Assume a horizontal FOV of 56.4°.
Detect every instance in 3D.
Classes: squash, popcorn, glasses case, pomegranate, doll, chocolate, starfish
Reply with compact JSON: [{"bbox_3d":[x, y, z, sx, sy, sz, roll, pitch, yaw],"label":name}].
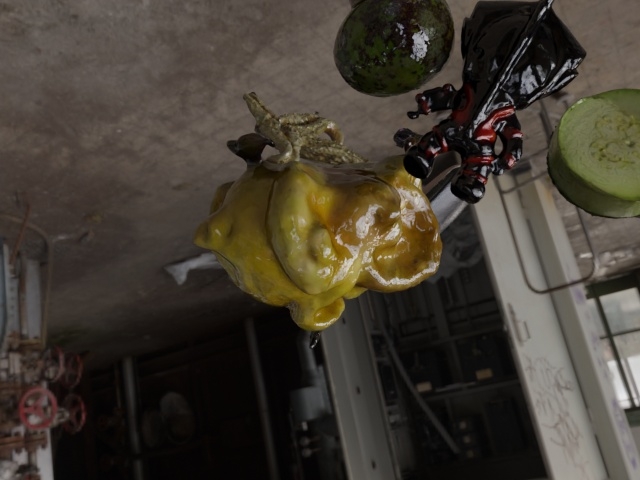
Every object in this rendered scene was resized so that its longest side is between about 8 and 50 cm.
[{"bbox_3d":[0.471,-0.149,0.931,0.220,0.220,0.133,-16,161,13],"label":"squash"},{"bbox_3d":[0.000,0.000,0.779,0.316,0.281,0.297,3,-174,3],"label":"popcorn"},{"bbox_3d":[0.273,-0.063,1.529,0.314,0.075,0.122,-44,132,4],"label":"glasses case"},{"bbox_3d":[0.080,-0.237,0.666,0.126,0.163,0.138,14,154,-35],"label":"pomegranate"},{"bbox_3d":[0.182,-0.163,0.624,0.127,0.248,0.088,30,174,-20],"label":"doll"},{"bbox_3d":[0.264,-0.273,1.650,0.147,0.070,0.072,10,135,31],"label":"chocolate"},{"bbox_3d":[-0.011,-0.195,1.197,0.324,0.082,0.432,14,-162,-26],"label":"starfish"}]
